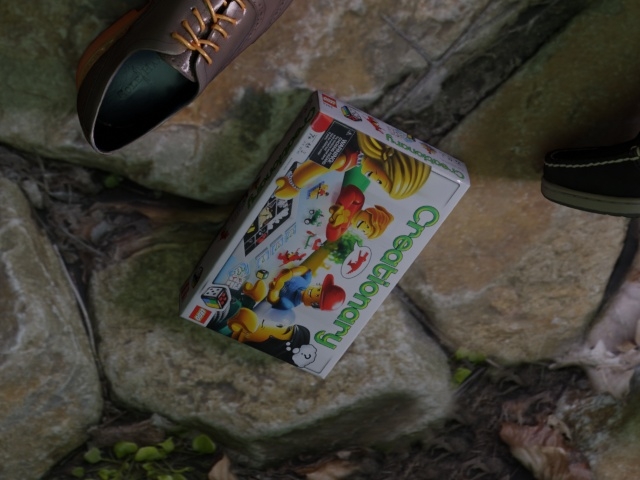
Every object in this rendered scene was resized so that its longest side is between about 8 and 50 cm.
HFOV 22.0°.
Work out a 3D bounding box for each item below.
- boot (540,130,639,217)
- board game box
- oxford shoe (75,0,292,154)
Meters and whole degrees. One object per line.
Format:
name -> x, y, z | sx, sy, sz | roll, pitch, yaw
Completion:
boot -> 0.386, -0.172, 1.670 | 0.377, 0.138, 0.284 | 0, 106, 38
board game box -> 0.000, 0.000, 1.818 | 0.193, 0.053, 0.305 | 25, 119, -20
oxford shoe -> -0.103, -0.218, 1.614 | 0.130, 0.132, 0.363 | 34, 115, -23
